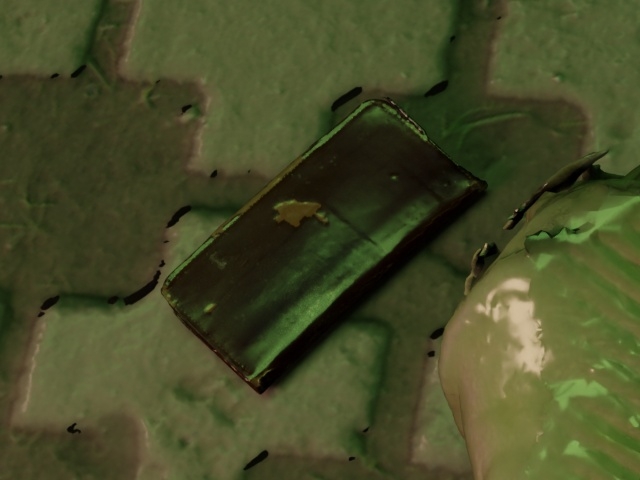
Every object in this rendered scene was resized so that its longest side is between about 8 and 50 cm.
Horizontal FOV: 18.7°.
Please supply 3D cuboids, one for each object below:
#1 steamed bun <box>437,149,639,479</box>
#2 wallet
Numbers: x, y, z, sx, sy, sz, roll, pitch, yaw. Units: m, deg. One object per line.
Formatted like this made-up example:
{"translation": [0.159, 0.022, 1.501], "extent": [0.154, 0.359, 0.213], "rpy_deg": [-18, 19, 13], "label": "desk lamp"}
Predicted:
{"translation": [0.200, 0.091, 0.908], "extent": [0.268, 0.207, 0.280], "rpy_deg": [-10, 86, 8], "label": "steamed bun"}
{"translation": [0.000, 0.000, 1.102], "extent": [0.176, 0.026, 0.095], "rpy_deg": [-44, 65, -11], "label": "wallet"}
